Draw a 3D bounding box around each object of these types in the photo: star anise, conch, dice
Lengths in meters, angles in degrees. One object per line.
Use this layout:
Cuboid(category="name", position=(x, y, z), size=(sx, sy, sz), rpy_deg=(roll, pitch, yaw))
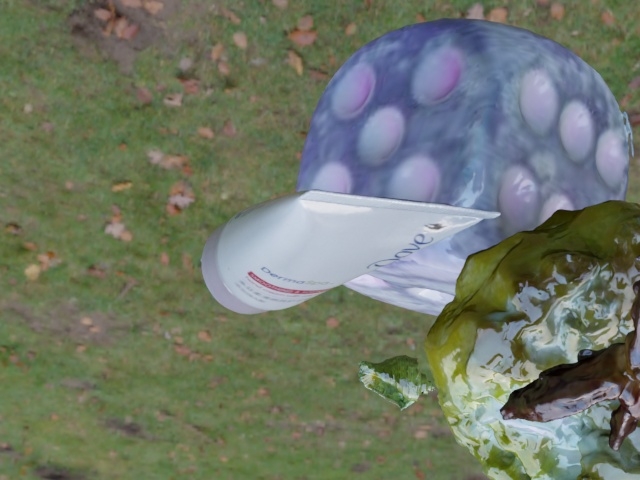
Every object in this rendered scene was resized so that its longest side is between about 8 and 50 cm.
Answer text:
Cuboid(category="star anise", position=(0.220, 0.083, 0.524), size=(0.157, 0.053, 0.212), rpy_deg=(28, 129, -1))
Cuboid(category="conch", position=(0.115, 0.217, 1.364), size=(0.121, 0.074, 0.089), rpy_deg=(10, 109, 12))
Cuboid(category="dice", position=(0.155, -0.064, 0.980), size=(0.270, 0.270, 0.271), rpy_deg=(25, 164, -40))

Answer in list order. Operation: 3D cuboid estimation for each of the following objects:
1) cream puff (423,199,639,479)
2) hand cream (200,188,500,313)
Cuboid(category="cream puff", position=(0.223, 0.100, 0.726), size=(0.282, 0.281, 0.185), rpy_deg=(4, -177, 1))
Cuboid(category="hand cream", position=(0.000, 0.000, 0.626), size=(0.133, 0.083, 0.248), rpy_deg=(2, 169, -26))
